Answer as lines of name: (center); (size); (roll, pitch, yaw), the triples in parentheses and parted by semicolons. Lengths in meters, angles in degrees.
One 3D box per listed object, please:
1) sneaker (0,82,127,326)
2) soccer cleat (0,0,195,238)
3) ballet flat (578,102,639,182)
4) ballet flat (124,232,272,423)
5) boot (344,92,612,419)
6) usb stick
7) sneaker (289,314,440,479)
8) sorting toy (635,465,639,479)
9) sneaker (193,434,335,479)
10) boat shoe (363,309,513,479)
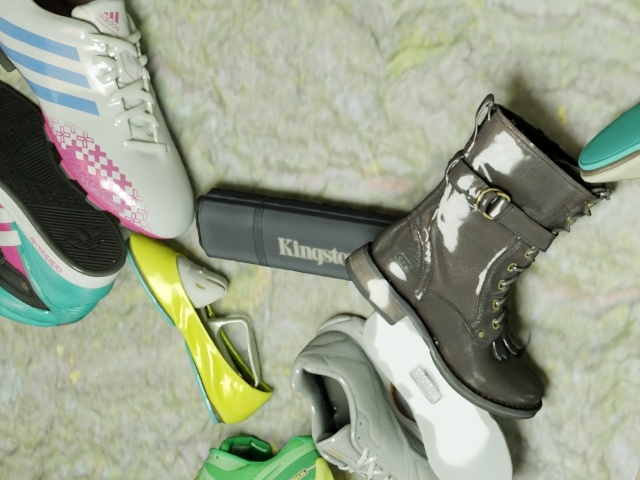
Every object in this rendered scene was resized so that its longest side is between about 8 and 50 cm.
sneaker: (-0.323, -0.021, 1.796); (0.295, 0.123, 0.178); (53, 137, 23)
soccer cleat: (-0.219, -0.156, 1.681); (0.143, 0.116, 0.331); (-39, 86, 35)
ballet flat: (0.329, -0.107, 1.411); (0.248, 0.086, 0.086); (-39, 86, 33)
ballet flat: (-0.120, 0.082, 1.749); (0.077, 0.077, 0.231); (-24, 98, 13)
boot: (0.176, 0.021, 1.530); (0.263, 0.091, 0.229); (42, 109, -17)
usb stick: (0.000, 0.000, 1.656); (0.278, 0.045, 0.077); (9, 114, 26)
sneaker: (0.049, 0.210, 1.661); (0.099, 0.121, 0.262); (-32, 90, 35)
sorting toy: (0.381, 0.252, 1.536); (0.193, 0.038, 0.208); (25, 114, 24)
sneaker: (-0.089, 0.275, 1.794); (0.295, 0.109, 0.124); (-21, 68, 39)
boat shoe: (0.122, 0.154, 1.630); (0.077, 0.070, 0.219); (-31, 86, 15)
